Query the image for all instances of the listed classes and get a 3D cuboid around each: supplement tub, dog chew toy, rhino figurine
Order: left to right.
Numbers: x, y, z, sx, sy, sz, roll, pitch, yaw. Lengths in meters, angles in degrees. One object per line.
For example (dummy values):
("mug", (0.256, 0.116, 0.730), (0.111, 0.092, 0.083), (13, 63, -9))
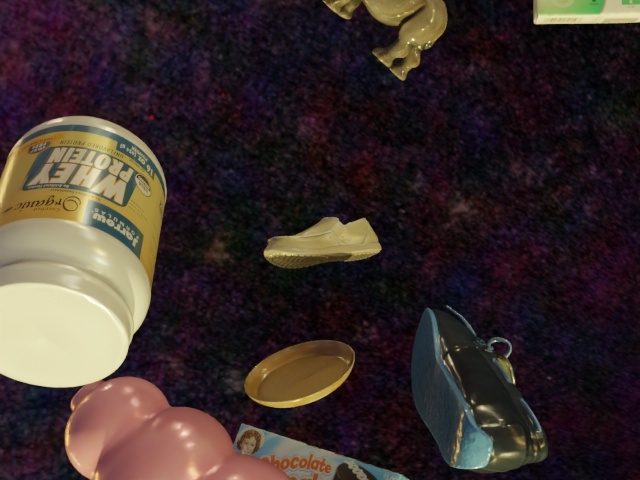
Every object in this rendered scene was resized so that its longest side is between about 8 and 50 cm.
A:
("supplement tub", (-0.209, 0.006, 0.689), (0.144, 0.144, 0.200), (-34, 36, 25))
("dog chew toy", (-0.167, 0.293, 0.958), (0.332, 0.206, 0.207), (43, 104, 12))
("rhino figurine", (0.056, -0.320, 1.012), (0.106, 0.243, 0.073), (-43, 8, 14))

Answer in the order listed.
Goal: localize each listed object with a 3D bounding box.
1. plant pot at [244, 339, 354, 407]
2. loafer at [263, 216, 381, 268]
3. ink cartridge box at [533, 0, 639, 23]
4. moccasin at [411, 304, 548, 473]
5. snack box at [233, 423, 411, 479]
("plant pot", (-0.040, 0.277, 1.686), (0.236, 0.236, 0.032), (0, 115, 39))
("loafer", (0.000, 0.000, 1.736), (0.102, 0.268, 0.092), (-34, 64, 56))
("ink cartridge box", (0.440, -0.470, 1.346), (0.180, 0.056, 0.225), (-1, 89, 3))
("moccasin", (0.193, 0.197, 1.056), (0.342, 0.116, 0.138), (-98, 17, -67))
("snack box", (-0.027, 0.424, 1.309), (0.321, 0.060, 0.187), (7, 68, 36))
